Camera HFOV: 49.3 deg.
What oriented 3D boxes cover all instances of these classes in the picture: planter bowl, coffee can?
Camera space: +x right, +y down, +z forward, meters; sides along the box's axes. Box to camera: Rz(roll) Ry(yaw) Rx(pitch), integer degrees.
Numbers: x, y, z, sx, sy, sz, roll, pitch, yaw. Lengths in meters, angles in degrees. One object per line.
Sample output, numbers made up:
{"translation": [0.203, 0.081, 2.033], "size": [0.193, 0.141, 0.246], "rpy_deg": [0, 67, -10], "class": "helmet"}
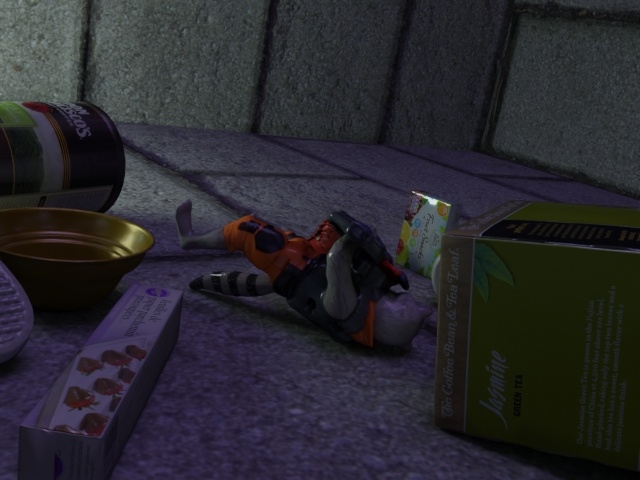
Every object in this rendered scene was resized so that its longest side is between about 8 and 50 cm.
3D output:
{"translation": [-0.323, 0.030, 0.876], "size": [0.217, 0.090, 0.217], "rpy_deg": [10, 16, -3], "class": "planter bowl"}
{"translation": [-0.482, -0.121, 1.107], "size": [0.201, 0.201, 0.275], "rpy_deg": [19, 18, 27], "class": "coffee can"}

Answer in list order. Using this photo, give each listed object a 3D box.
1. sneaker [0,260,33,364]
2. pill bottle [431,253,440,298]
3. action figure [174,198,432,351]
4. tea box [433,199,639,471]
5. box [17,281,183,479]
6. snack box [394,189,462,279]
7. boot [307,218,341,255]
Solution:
{"translation": [-0.443, 0.039, 0.720], "size": [0.321, 0.127, 0.126], "rpy_deg": [36, 36, 2], "class": "sneaker"}
{"translation": [0.267, 0.043, 1.168], "size": [0.117, 0.117, 0.208], "rpy_deg": [16, 16, 20], "class": "pill bottle"}
{"translation": [-0.002, 0.059, 0.972], "size": [0.330, 0.178, 0.341], "rpy_deg": [24, -7, 23], "class": "action figure"}
{"translation": [0.330, 0.082, 0.788], "size": [0.323, 0.220, 0.329], "rpy_deg": [7, 12, 27], "class": "tea box"}
{"translation": [-0.194, 0.125, 0.669], "size": [0.063, 0.067, 0.324], "rpy_deg": [10, 16, -3], "class": "box"}
{"translation": [0.194, -0.011, 1.268], "size": [0.037, 0.141, 0.100], "rpy_deg": [-3, 20, -42], "class": "snack box"}
{"translation": [0.000, 0.000, 1.213], "size": [0.059, 0.084, 0.158], "rpy_deg": [21, 20, 30], "class": "boot"}
